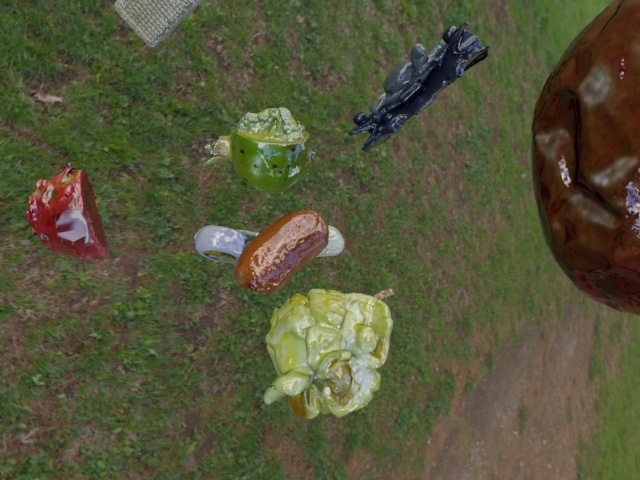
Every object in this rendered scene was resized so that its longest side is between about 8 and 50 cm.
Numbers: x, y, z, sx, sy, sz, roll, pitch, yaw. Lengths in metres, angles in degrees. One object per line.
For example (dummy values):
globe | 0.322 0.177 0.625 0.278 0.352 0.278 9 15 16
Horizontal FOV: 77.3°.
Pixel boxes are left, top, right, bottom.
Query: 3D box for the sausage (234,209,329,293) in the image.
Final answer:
sausage | -0.087 0.020 0.933 0.258 0.133 0.133 -41 118 -19

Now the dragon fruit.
dragon fruit | -0.633 -0.059 1.005 0.163 0.189 0.261 -20 111 -42

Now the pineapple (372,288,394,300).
pineapple | 0.148 0.148 1.017 0.019 0.083 0.045 60 6 25

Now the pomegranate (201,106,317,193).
pomegranate | -0.182 -0.265 1.195 0.260 0.341 0.260 -4 90 -90

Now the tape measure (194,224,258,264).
tape measure | -0.326 0.009 1.363 0.196 0.178 0.105 18 68 -23

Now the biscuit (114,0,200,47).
biscuit | -0.338 -0.676 1.008 0.144 0.426 0.078 48 25 -27

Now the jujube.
jujube | 0.403 -0.106 0.471 0.277 0.277 0.376 -5 90 -46

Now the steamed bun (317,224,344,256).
steamed bun | 0.000 0.000 1.110 0.112 0.130 0.090 -11 97 -81

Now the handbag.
handbag | 0.212 -0.346 0.908 0.118 0.326 0.269 48 28 -4

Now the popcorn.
popcorn | 0.002 0.122 0.442 0.162 0.136 0.141 -46 144 -24
